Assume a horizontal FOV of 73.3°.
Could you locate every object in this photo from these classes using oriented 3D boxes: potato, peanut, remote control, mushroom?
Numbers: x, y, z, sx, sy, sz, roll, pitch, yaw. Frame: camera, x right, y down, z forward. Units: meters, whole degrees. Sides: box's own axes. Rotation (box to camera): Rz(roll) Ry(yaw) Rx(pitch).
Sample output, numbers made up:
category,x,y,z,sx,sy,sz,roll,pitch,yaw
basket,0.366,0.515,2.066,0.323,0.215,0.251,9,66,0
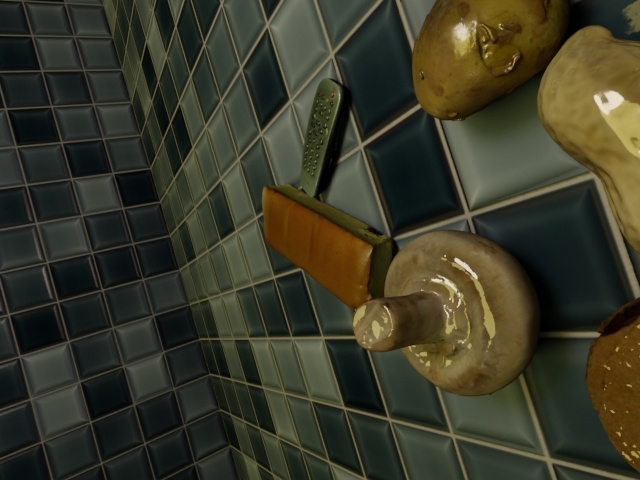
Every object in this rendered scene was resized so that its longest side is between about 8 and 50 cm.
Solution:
category,x,y,z,sx,sy,sz,roll,pitch,yaw
potato,0.161,-0.202,0.447,0.176,0.137,0.137,-31,77,55
peanut,0.271,-0.065,0.342,0.257,0.123,0.124,59,146,28
remote control,0.003,-0.180,0.784,0.072,0.042,0.222,48,139,36
mushroom,0.140,0.091,0.520,0.207,0.215,0.208,12,105,55

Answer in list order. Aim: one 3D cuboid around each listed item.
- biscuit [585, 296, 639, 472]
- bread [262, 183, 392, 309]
category,x,y,z,sx,sy,sz,roll,pitch,yaw
biscuit,0.349,0.142,0.373,0.226,0.042,0.226,27,124,49
bread,-0.001,0.000,0.834,0.361,0.077,0.138,32,128,48
